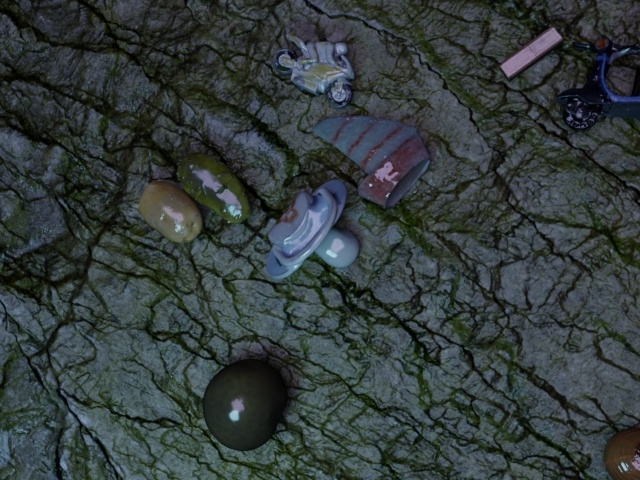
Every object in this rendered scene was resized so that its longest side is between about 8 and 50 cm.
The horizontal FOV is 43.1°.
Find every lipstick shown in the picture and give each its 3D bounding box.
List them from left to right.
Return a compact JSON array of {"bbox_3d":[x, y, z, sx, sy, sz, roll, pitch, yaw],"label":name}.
[{"bbox_3d":[0.476,-0.423,1.835,0.145,0.045,0.045,-36,79,10],"label":"lipstick"}]

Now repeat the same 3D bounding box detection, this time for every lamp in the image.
[{"bbox_3d":[0.670,0.465,1.714,0.136,0.136,0.136,0,88,14],"label":"lamp"}]

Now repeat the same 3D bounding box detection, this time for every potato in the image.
[{"bbox_3d":[-0.368,-0.068,1.999,0.178,0.109,0.118,40,77,12],"label":"potato"},{"bbox_3d":[-0.257,-0.129,1.982,0.225,0.090,0.117,40,112,9],"label":"potato"}]

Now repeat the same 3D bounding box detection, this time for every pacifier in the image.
[{"bbox_3d":[0.000,0.000,1.892,0.207,0.227,0.279,35,99,-28],"label":"pacifier"}]

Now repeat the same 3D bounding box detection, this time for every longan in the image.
[{"bbox_3d":[-0.180,0.382,1.899,0.198,0.198,0.212,35,96,13],"label":"longan"}]

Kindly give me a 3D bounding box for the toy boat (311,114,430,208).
[{"bbox_3d":[0.110,-0.222,1.912,0.282,0.096,0.206,40,91,25],"label":"toy boat"}]

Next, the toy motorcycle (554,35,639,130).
[{"bbox_3d":[0.692,-0.339,1.746,0.359,0.125,0.212,2,80,12],"label":"toy motorcycle"}]

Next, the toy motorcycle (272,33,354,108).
[{"bbox_3d":[0.001,-0.419,1.939,0.229,0.074,0.151,35,94,14],"label":"toy motorcycle"}]
